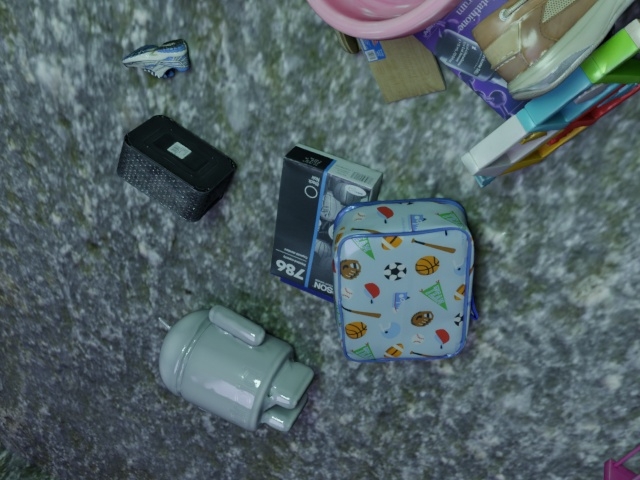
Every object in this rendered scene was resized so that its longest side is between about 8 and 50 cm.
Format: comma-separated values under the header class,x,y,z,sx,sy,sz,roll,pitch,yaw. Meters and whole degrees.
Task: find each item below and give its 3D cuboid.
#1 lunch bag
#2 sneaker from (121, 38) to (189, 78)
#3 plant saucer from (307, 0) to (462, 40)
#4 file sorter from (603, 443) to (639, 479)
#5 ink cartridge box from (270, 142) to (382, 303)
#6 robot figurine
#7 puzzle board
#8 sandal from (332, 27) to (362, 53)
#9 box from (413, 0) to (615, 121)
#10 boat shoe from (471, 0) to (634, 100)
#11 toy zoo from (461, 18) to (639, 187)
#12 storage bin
class,x,y,z,sx,sy,sz,roll,pitch,yaw
lunch bag,0.142,0.076,1.077,0.243,0.115,0.303,-5,126,0
sneaker,-0.284,-0.304,1.105,0.135,0.052,0.058,1,127,28
plant saucer,0.095,-0.398,0.731,0.332,0.084,0.332,8,101,46
file sorter,0.598,0.483,1.038,0.202,0.290,0.182,31,129,5
ink cartridge box,0.000,0.000,1.163,0.165,0.065,0.332,20,131,14
robot figurine,-0.195,0.272,1.373,0.353,0.200,0.300,21,120,14
puzzle board,0.116,-0.262,0.925,0.096,0.011,0.128,-7,133,30
sandal,0.018,-0.351,0.903,0.049,0.072,0.180,18,137,45
box,0.236,-0.273,0.805,0.207,0.108,0.153,41,132,-3
boat shoe,0.288,-0.295,0.661,0.116,0.123,0.324,43,88,-2
toy zoo,0.303,-0.157,0.802,0.293,0.192,0.030,-41,72,42
storage bin,-0.263,-0.133,1.168,0.180,0.122,0.084,34,133,2
